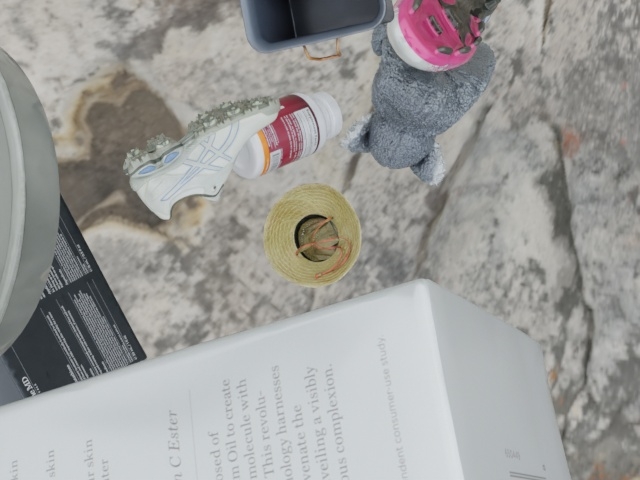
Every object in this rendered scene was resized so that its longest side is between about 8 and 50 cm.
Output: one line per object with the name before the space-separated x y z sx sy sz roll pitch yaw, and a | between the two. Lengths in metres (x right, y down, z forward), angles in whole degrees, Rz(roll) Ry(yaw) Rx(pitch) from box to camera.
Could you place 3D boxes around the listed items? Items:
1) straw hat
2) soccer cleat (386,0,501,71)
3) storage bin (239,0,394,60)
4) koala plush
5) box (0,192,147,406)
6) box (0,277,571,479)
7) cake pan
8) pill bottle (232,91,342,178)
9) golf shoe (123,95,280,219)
straw hat | 0.000 0.000 1.389 0.145 0.061 0.144 -5 77 24
soccer cleat | 0.145 -0.280 1.392 0.143 0.331 0.116 -29 100 35
storage bin | 0.007 -0.218 0.982 0.135 0.091 0.098 -9 93 21
koala plush | 0.134 -0.193 1.590 0.196 0.203 0.221 22 131 -4
box | -0.361 0.082 1.292 0.103 0.184 0.261 -19 100 41
box | -0.055 0.179 0.506 0.345 0.168 0.215 -18 68 23
cake pan | -0.289 -0.025 0.736 0.293 0.054 0.293 -1 89 33
pill bottle | -0.049 -0.143 1.381 0.086 0.152 0.086 33 135 39
golf shoe | -0.112 -0.087 1.091 0.176 0.069 0.086 -28 110 -4
